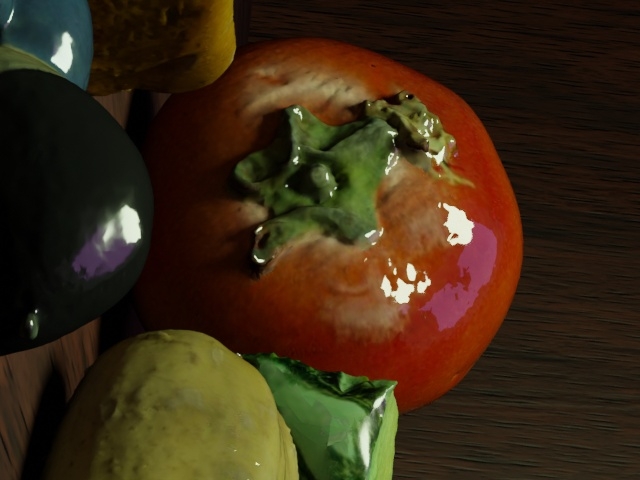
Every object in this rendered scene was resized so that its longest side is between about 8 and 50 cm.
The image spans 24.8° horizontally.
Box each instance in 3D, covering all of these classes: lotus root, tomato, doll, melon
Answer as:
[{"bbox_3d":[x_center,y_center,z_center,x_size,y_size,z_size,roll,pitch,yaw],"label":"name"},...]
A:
[{"bbox_3d":[-0.098,0.203,0.805,0.169,0.151,0.342,72,23,-49],"label":"lotus root"},{"bbox_3d":[0.000,0.000,1.159,0.321,0.322,0.321,-174,-90,-89],"label":"tomato"},{"bbox_3d":[-0.099,-0.037,0.404,0.102,0.089,0.179,98,-25,-44],"label":"doll"},{"bbox_3d":[-0.042,0.215,1.062,0.343,0.226,0.331,82,-19,-54],"label":"melon"}]

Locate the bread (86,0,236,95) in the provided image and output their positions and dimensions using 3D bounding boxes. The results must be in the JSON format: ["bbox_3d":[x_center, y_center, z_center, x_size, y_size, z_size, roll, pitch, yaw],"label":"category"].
[{"bbox_3d":[-0.079,-0.137,0.563,0.245,0.102,0.094,102,-8,-65],"label":"bread"}]
